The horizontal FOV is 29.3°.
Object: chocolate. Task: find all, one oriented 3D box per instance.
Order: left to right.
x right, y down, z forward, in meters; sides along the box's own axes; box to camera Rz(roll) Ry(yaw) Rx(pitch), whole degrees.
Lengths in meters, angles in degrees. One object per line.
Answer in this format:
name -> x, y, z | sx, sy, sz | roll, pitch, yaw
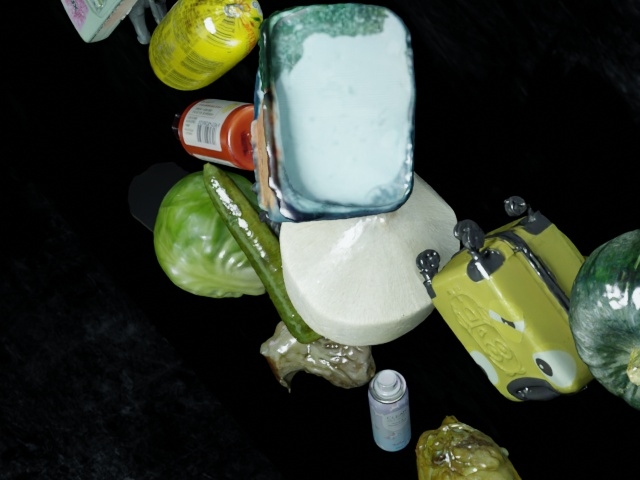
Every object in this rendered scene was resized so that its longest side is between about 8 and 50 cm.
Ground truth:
chocolate -> -0.307, -0.079, 2.521 | 0.156, 0.156, 0.133 | 47, 180, 15

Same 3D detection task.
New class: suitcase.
suitcase -> 0.246, 0.071, 1.452 | 0.235, 0.143, 0.194 | 53, 161, -1

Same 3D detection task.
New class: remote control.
remote control -> -0.309, -0.424, 1.825 | 0.344, 0.050, 0.145 | -32, 84, 55

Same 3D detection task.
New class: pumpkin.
pumpkin -> 0.349, 0.089, 1.233 | 0.211, 0.152, 0.211 | 40, 159, 18

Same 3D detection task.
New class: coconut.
coconut -> 0.064, 0.013, 1.629 | 0.237, 0.237, 0.266 | 46, 166, 17

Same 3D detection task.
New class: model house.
model house -> -0.005, -0.141, 1.523 | 0.291, 0.184, 0.253 | 160, 105, -76

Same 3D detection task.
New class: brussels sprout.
brussels sprout -> -0.177, -0.009, 2.184 | 0.244, 0.244, 0.244 | 44, 160, 21

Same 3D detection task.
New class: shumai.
shumai -> -0.010, 0.195, 2.195 | 0.206, 0.176, 0.166 | 57, 164, 18

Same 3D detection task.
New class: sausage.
sausage -> -0.169, -0.297, 1.779 | 0.123, 0.123, 0.347 | 55, 161, -8

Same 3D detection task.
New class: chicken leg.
chicken leg -> 0.327, 0.466, 2.018 | 0.429, 0.152, 0.201 | 40, 172, 11

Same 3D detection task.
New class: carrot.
carrot -> -0.095, 0.019, 2.078 | 0.358, 0.074, 0.074 | 59, 160, -10

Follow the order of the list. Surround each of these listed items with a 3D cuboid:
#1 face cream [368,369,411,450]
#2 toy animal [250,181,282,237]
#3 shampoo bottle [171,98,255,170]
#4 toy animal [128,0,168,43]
face cream -> 0.127, 0.309, 2.262 | 0.075, 0.075, 0.229 | 41, 159, 29
toy animal -> -0.010, -0.007, 1.969 | 0.168, 0.106, 0.343 | 41, 167, 28
shampoo bottle -> -0.165, -0.179, 2.010 | 0.278, 0.104, 0.104 | 17, 141, 59
toy animal -> -0.329, -0.429, 1.982 | 0.269, 0.082, 0.137 | 47, 158, 27
